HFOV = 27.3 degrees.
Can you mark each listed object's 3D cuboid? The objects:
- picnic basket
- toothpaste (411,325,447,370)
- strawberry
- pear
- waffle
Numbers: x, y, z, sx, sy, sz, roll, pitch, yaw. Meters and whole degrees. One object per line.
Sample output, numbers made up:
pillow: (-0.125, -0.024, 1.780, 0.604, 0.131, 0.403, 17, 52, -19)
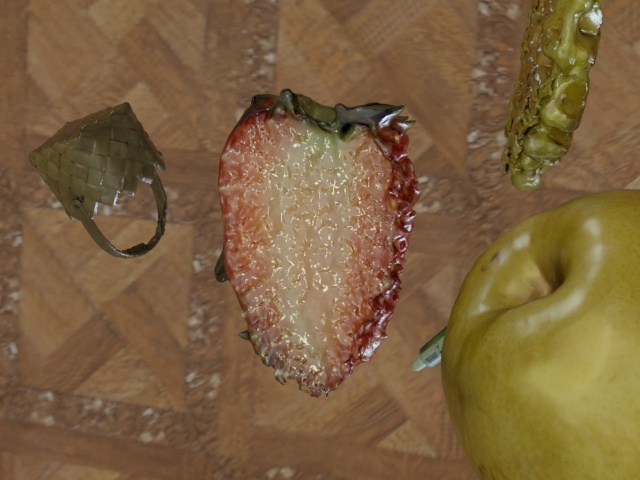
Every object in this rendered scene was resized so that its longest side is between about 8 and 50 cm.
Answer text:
picnic basket: (-0.245, -0.064, 1.575, 0.137, 0.128, 0.179, -11, 112, 45)
toothpaste: (0.191, 0.119, 1.764, 0.049, 0.031, 0.204, 42, 124, -6)
strawberry: (0.000, 0.000, 1.380, 0.233, 0.137, 0.307, 9, 96, 29)
pear: (0.243, 0.117, 0.991, 0.314, 0.314, 0.314, 2, 97, 19)
waffle: (0.206, -0.180, 1.144, 0.051, 0.291, 0.291, 12, 101, 0)
